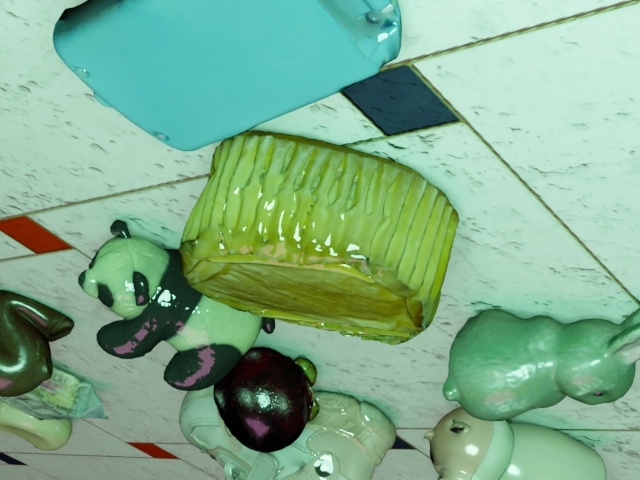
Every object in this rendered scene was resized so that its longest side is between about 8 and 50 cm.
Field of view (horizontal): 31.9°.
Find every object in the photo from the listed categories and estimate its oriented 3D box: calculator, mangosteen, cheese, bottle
[{"bbox_3d":[-0.075,-0.154,0.865,0.293,0.051,0.173,-18,137,37],"label":"calculator"},{"bbox_3d":[-0.070,0.215,1.548,0.152,0.152,0.152,14,154,7],"label":"mangosteen"},{"bbox_3d":[-0.545,0.335,2.144,0.163,0.070,0.249,24,153,-13],"label":"cheese"},{"bbox_3d":[0.250,0.302,1.501,0.236,0.147,0.147,28,152,-15],"label":"bottle"}]

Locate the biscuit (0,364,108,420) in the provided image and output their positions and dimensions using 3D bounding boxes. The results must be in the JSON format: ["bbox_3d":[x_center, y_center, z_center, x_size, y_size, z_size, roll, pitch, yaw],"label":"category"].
[{"bbox_3d":[-0.528,0.232,1.921,0.309,0.079,0.186,34,152,-32],"label":"biscuit"}]

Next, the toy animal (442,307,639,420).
[{"bbox_3d":[0.260,0.129,1.182,0.251,0.127,0.125,-11,140,39],"label":"toy animal"}]

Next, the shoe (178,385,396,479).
[{"bbox_3d":[-0.073,0.324,1.681,0.351,0.198,0.172,1,148,28],"label":"shoe"}]

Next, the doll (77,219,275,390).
[{"bbox_3d":[-0.177,0.075,1.341,0.234,0.143,0.135,28,128,-19],"label":"doll"}]

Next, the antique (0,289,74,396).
[{"bbox_3d":[-0.512,0.139,1.659,0.257,0.143,0.121,25,155,-10],"label":"antique"}]

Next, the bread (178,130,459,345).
[{"bbox_3d":[0.000,0.000,1.068,0.253,0.142,0.227,9,152,10],"label":"bread"}]
